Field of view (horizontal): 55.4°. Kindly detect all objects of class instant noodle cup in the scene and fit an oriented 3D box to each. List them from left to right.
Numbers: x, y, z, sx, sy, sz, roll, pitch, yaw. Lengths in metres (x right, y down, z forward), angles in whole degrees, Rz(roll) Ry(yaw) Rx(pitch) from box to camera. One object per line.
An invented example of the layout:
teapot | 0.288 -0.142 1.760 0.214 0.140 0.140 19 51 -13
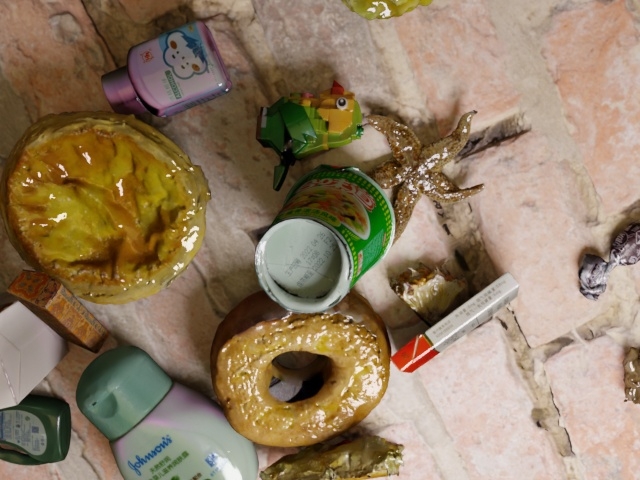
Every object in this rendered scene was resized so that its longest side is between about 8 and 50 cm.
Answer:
instant noodle cup | 0.000 0.000 0.954 0.207 0.233 0.207 5 108 15

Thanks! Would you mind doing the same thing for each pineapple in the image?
pineapple | 0.194 0.098 1.083 0.137 0.069 0.116 -5 100 -2

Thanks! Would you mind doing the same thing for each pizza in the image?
pizza | 0.066 0.370 1.037 0.279 0.288 0.075 3 66 -24

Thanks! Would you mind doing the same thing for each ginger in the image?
ginger | 0.694 0.231 1.108 0.290 0.084 0.122 -11 94 0

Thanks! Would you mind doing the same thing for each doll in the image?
doll | -0.018 -0.181 1.005 0.186 0.106 0.134 -25 85 3

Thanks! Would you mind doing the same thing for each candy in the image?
candy | 0.551 0.016 1.087 0.226 0.051 0.094 -43 109 8

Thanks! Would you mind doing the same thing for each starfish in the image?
starfish | 0.158 -0.120 1.045 0.235 0.062 0.277 30 106 -7

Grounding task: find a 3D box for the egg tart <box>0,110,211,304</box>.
egg tart | -0.351 -0.059 1.011 0.341 0.132 0.341 0 102 1

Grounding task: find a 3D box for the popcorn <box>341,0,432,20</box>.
popcorn | 0.101 -0.491 0.930 0.225 0.174 0.286 -24 89 -12

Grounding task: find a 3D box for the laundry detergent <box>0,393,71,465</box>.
laundry detergent | -0.571 0.347 1.116 0.210 0.063 0.137 3 107 -2

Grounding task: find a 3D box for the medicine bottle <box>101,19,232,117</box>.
medicine bottle | -0.252 -0.266 0.994 0.188 0.094 0.119 -21 98 2

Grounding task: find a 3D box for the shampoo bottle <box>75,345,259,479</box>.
shampoo bottle | -0.279 0.337 1.076 0.222 0.151 0.349 -38 98 11

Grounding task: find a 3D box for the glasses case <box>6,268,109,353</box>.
glasses case | -0.423 0.119 1.004 0.075 0.218 0.049 21 64 13

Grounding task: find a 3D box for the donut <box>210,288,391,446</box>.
donut | -0.037 0.214 1.060 0.299 0.150 0.317 42 97 -6

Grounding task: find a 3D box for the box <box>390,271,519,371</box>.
box | 0.237 0.148 1.061 0.245 0.139 0.035 -37 70 7

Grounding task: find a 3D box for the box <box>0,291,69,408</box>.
box | -0.635 0.199 1.006 0.341 0.225 0.143 -13 101 1
